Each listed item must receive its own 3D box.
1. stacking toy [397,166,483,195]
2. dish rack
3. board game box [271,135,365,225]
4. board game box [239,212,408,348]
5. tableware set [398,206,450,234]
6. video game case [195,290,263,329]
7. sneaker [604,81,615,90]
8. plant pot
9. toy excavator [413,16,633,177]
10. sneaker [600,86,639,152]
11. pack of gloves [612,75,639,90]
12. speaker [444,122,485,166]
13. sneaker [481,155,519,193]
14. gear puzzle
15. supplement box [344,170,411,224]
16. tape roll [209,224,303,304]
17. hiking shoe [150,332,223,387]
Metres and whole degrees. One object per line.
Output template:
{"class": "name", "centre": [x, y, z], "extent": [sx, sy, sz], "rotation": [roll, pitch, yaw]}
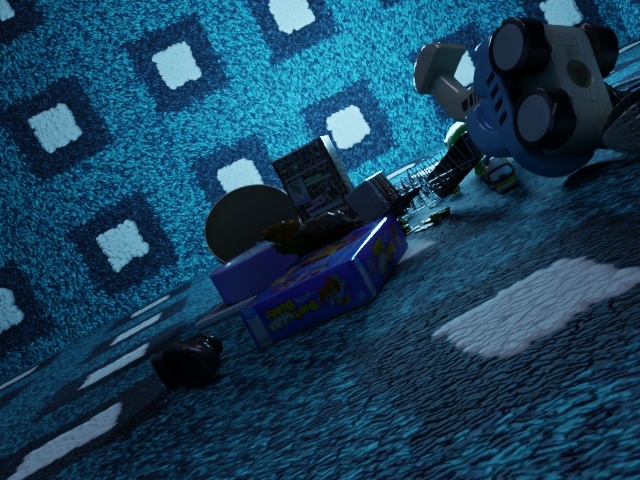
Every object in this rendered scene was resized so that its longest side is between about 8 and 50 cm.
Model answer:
{"class": "stacking toy", "centre": [0.332, -0.152, 1.942], "extent": [0.167, 0.052, 0.221], "rotation": [-10, 10, 42]}
{"class": "dish rack", "centre": [0.217, -0.116, 1.574], "extent": [0.272, 0.074, 0.208], "rotation": [-28, -15, -26]}
{"class": "board game box", "centre": [0.013, -0.114, 1.891], "extent": [0.141, 0.290, 0.232], "rotation": [-26, 7, 9]}
{"class": "board game box", "centre": [0.020, 0.066, 1.370], "extent": [0.233, 0.078, 0.347], "rotation": [-26, 6, 22]}
{"class": "tableware set", "centre": [0.224, -0.044, 1.649], "extent": [0.104, 0.024, 0.154], "rotation": [-31, 6, -31]}
{"class": "video game case", "centre": [-0.205, 0.157, 1.874], "extent": [0.201, 0.023, 0.183], "rotation": [-25, 7, 25]}
{"class": "sneaker", "centre": [0.628, -0.343, 1.962], "extent": [0.344, 0.146, 0.134], "rotation": [-12, -11, 15]}
{"class": "plant pot", "centre": [-0.186, -0.002, 2.181], "extent": [0.284, 0.284, 0.191], "rotation": [-29, -29, -7]}
{"class": "toy excavator", "centre": [0.359, -0.291, 1.458], "extent": [0.223, 0.432, 0.445], "rotation": [-4, -18, -26]}
{"class": "sneaker", "centre": [0.602, -0.220, 1.202], "extent": [0.297, 0.110, 0.129], "rotation": [-24, -10, 0]}
{"class": "pack of gloves", "centre": [0.834, -0.415, 2.057], "extent": [0.232, 0.046, 0.195], "rotation": [-18, 2, 32]}
{"class": "speaker", "centre": [0.400, -0.262, 1.934], "extent": [0.131, 0.131, 0.296], "rotation": [-27, 5, 12]}
{"class": "sneaker", "centre": [0.388, -0.158, 1.588], "extent": [0.070, 0.083, 0.185], "rotation": [-27, 6, 7]}
{"class": "gear puzzle", "centre": [0.000, 0.000, 1.566], "extent": [0.176, 0.044, 0.339], "rotation": [-29, -23, 27]}
{"class": "supplement box", "centre": [0.147, -0.093, 1.797], "extent": [0.073, 0.130, 0.239], "rotation": [-40, 0, 17]}
{"class": "tape roll", "centre": [-0.148, 0.061, 1.884], "extent": [0.275, 0.090, 0.275], "rotation": [-27, 7, 3]}
{"class": "hiking shoe", "centre": [-0.223, 0.200, 1.293], "extent": [0.114, 0.086, 0.227], "rotation": [-36, 9, -33]}
